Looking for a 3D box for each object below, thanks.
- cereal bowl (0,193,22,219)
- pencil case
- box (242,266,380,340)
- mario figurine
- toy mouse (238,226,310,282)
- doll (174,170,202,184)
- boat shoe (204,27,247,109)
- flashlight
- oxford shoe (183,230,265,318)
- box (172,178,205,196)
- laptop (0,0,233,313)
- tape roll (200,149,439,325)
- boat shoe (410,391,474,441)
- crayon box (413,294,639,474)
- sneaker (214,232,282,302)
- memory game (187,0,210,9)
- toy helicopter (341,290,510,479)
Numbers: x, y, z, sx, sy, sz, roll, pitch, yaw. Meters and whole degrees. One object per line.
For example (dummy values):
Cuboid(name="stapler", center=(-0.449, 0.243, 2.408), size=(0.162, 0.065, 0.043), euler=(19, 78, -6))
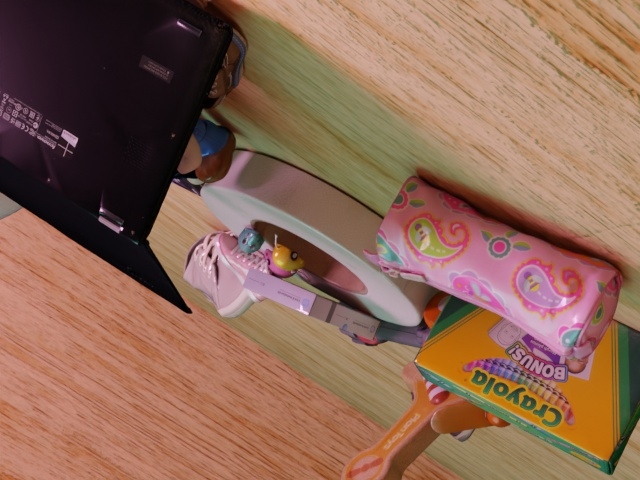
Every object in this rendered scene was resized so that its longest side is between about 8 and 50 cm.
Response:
Cuboid(name="cereal bowl", center=(-0.502, -0.196, 1.723), size=(0.339, 0.339, 0.141), euler=(38, 145, -26))
Cuboid(name="pencil case", center=(0.194, 0.031, 1.366), size=(0.284, 0.124, 0.124), euler=(25, 166, 23))
Cuboid(name="box", center=(-0.013, 0.101, 1.917), size=(0.145, 0.038, 0.186), euler=(21, 178, 38))
Cuboid(name="mario figurine", center=(-0.267, -0.158, 1.588), size=(0.198, 0.170, 0.320), euler=(-19, 147, 29))
Cuboid(name="toy mouse", center=(-0.082, 0.022, 1.866), size=(0.143, 0.031, 0.161), euler=(21, 164, 41))
Cuboid(name="doll", center=(-0.231, -0.116, 1.882), size=(0.129, 0.046, 0.189), euler=(-5, 176, 23))
Cuboid(name="boat shoe", center=(-0.121, -0.193, 1.350), size=(0.066, 0.066, 0.183), euler=(23, 168, 9))
Cuboid(name="flashlight", center=(0.152, 0.138, 1.967), size=(0.103, 0.103, 0.304), euler=(44, 159, -30))
Cuboid(name="oxford shoe", center=(-0.165, 0.045, 2.217), size=(0.130, 0.169, 0.449), euler=(45, 168, -11))
Cuboid(name="box", center=(-0.272, -0.135, 2.047), size=(0.162, 0.029, 0.116), euler=(24, 166, 25))
Cuboid(name="laptop", center=(-0.283, -0.152, 1.437), size=(0.382, 0.407, 0.236), euler=(31, -161, 16))
Cuboid(name="tape roll", center=(0.000, 0.000, 1.823), size=(0.392, 0.072, 0.392), euler=(30, 167, 8))
Cuboid(name="boat shoe", center=(0.236, 0.295, 2.280), size=(0.130, 0.132, 0.355), euler=(31, 167, 0))
Cuboid(name="crayon box", center=(0.280, 0.157, 1.539), size=(0.278, 0.165, 0.081), euler=(26, 167, 24))
Cuboid(name="sneaker", center=(-0.111, 0.035, 1.968), size=(0.070, 0.051, 0.134), euler=(-26, 105, 36))
Cuboid(name="memory game", center=(-0.188, -0.297, 1.240), size=(0.186, 0.012, 0.186), euler=(30, 168, 7))
Cuboid(name="toy helicopter", center=(0.175, 0.236, 1.665), size=(0.235, 0.355, 0.140), euler=(24, 153, 54))
